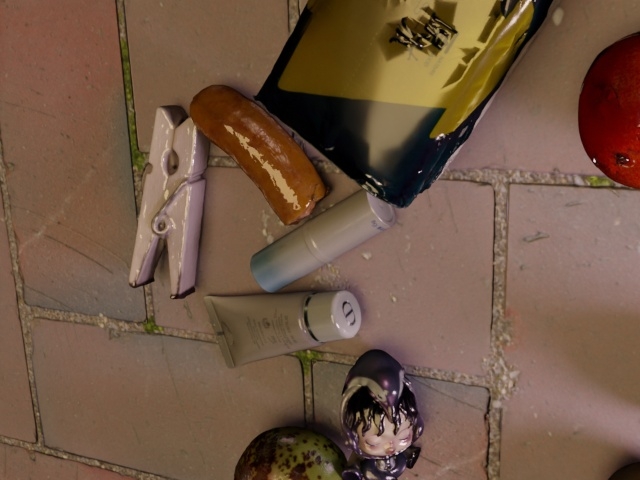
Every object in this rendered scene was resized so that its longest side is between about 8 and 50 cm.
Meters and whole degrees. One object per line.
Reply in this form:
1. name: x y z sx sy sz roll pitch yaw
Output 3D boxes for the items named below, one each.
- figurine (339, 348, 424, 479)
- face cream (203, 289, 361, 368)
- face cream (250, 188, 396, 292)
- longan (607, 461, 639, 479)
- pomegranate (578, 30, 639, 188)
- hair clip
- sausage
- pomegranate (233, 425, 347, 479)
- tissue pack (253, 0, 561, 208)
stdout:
1. figurine: 0.100 0.285 1.296 0.145 0.145 0.222 14 121 21
2. face cream: -0.076 0.144 1.356 0.314 0.089 0.143 -13 100 36
3. face cream: 0.000 0.000 1.274 0.250 0.077 0.077 -30 91 28
4. longan: 0.481 0.409 1.125 0.167 0.167 0.187 -29 70 29
5. pomegranate: 0.428 -0.161 0.954 0.235 0.210 0.210 -16 99 -4
6. hair clip: -0.256 -0.065 1.376 0.101 0.085 0.331 16 105 19
7. sausage: -0.101 -0.146 1.267 0.270 0.109 0.109 46 119 6
8. pomegranate: -0.067 0.434 1.341 0.214 0.248 0.214 11 111 29
9. tissue pack: 0.140 -0.290 1.023 0.264 0.253 0.417 38 116 11
